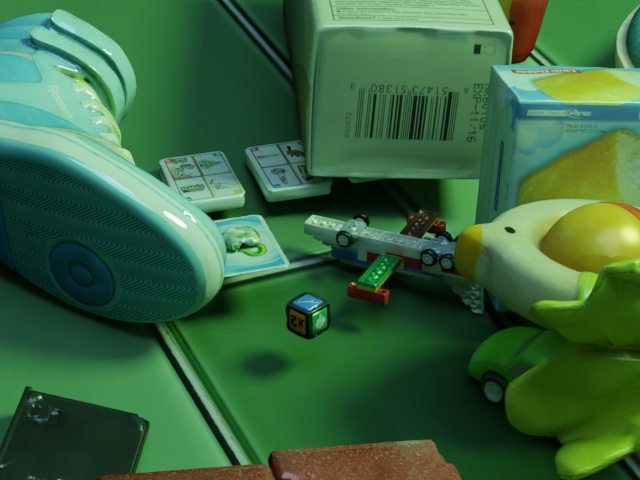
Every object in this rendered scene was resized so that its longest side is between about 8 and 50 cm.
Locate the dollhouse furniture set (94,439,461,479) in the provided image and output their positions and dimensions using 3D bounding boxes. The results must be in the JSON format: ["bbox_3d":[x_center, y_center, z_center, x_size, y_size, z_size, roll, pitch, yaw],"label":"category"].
[{"bbox_3d":[0.016,0.278,0.581,0.152,0.201,0.374,-6,44,-16],"label":"dollhouse furniture set"}]

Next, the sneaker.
[{"bbox_3d":[-0.161,-0.071,1.072,0.319,0.127,0.208,24,41,22],"label":"sneaker"}]

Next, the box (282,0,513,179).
[{"bbox_3d":[0.050,-0.173,1.214,0.148,0.121,0.311,1,30,-4],"label":"box"}]

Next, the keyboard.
[{"bbox_3d":[-0.166,0.152,0.860,0.108,0.023,0.180,13,36,-1],"label":"keyboard"}]

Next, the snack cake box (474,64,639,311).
[{"bbox_3d":[0.244,-0.035,1.049,0.264,0.152,0.089,0,22,-7],"label":"snack cake box"}]

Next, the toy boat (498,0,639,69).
[{"bbox_3d":[0.284,-0.185,1.271,0.318,0.148,0.267,18,38,15],"label":"toy boat"}]

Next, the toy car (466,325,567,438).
[{"bbox_3d":[0.187,0.109,0.940,0.225,0.053,0.239,32,44,30],"label":"toy car"}]

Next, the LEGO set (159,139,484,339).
[{"bbox_3d":[0.000,0.000,1.083,0.182,0.060,0.244,-9,30,-15],"label":"LEGO set"}]

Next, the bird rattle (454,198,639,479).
[{"bbox_3d":[0.199,0.019,0.911,0.253,0.143,0.207,-22,38,-35],"label":"bird rattle"}]
